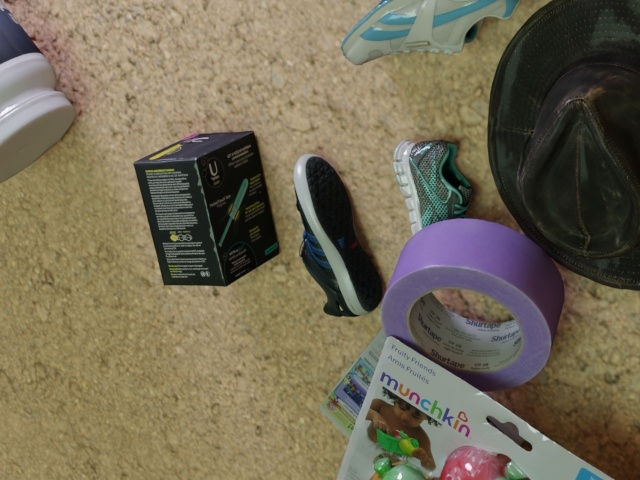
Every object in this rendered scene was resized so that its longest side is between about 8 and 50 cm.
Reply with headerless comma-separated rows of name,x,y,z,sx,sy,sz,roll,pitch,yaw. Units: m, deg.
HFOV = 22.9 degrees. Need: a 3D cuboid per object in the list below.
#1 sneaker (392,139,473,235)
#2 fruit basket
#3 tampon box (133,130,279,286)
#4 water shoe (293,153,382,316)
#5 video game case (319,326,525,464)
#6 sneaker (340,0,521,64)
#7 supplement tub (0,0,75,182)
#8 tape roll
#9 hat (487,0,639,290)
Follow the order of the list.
sneaker,0.138,-0.037,1.752,0.076,0.065,0.166,-13,104,33
fruit basket,0.156,0.320,1.777,0.327,0.165,0.353,33,136,18
tampon box,-0.136,-0.039,1.907,0.101,0.120,0.161,-1,109,35
water shoe,0.000,0.000,1.858,0.080,0.073,0.203,-15,99,41
video game case,0.120,0.216,1.897,0.212,0.023,0.193,44,128,11
sneaker,0.111,-0.232,1.670,0.092,0.087,0.228,51,137,-11
supplement tub,-0.461,-0.221,2.017,0.272,0.191,0.191,51,130,6
tape roll,0.166,0.072,1.720,0.189,0.080,0.189,11,134,12
hat,0.277,-0.084,1.584,0.331,0.134,0.331,15,118,31
